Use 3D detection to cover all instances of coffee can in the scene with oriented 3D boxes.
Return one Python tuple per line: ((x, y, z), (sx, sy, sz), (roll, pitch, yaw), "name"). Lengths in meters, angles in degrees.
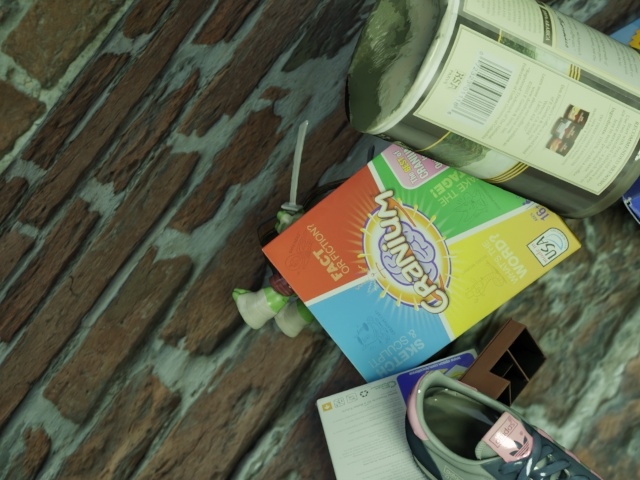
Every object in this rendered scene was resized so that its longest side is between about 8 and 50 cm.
((0.193, -0.162, 1.085), (0.201, 0.275, 0.201), (-48, 31, 42), "coffee can")

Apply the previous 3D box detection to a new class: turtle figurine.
((0.000, 0.000, 1.438), (0.266, 0.274, 0.198), (-38, 3, 21), "turtle figurine")

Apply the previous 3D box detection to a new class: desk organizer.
((0.205, 0.151, 1.160), (0.050, 0.047, 0.130), (22, 51, 33), "desk organizer")

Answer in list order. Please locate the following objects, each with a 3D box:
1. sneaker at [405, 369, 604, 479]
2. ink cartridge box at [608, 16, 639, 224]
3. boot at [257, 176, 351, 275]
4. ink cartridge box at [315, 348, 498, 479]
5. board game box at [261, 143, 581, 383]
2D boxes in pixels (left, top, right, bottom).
((0.206, 0.238, 0.996), (0.319, 0.131, 0.112), (27, 60, 34), "sneaker")
((0.457, -0.155, 1.141), (0.395, 0.151, 0.270), (-32, 39, 25), "ink cartridge box")
((0.002, -0.011, 1.558), (0.219, 0.082, 0.106), (-31, 55, 29), "boot")
((0.112, 0.236, 1.164), (0.206, 0.045, 0.208), (-18, 38, 0), "ink cartridge box")
((0.123, 0.005, 1.272), (0.316, 0.242, 0.064), (-39, 0, 14), "board game box")
